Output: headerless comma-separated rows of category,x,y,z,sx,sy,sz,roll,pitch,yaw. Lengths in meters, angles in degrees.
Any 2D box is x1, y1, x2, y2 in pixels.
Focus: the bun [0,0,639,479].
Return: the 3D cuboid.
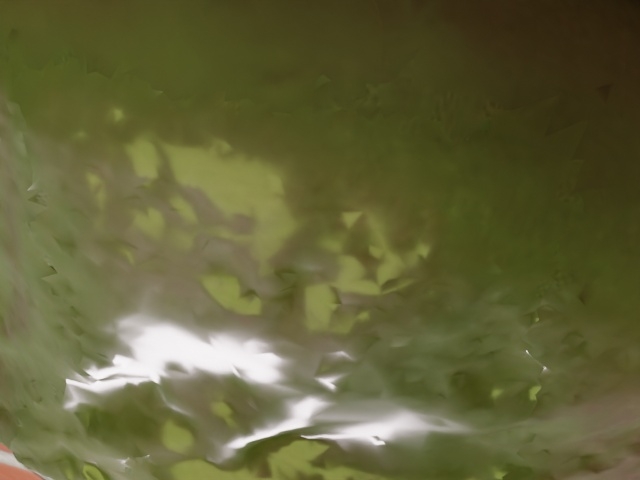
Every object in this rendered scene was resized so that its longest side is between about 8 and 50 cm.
bun,0.000,0.000,0.453,0.293,0.187,0.293,18,-170,-3
